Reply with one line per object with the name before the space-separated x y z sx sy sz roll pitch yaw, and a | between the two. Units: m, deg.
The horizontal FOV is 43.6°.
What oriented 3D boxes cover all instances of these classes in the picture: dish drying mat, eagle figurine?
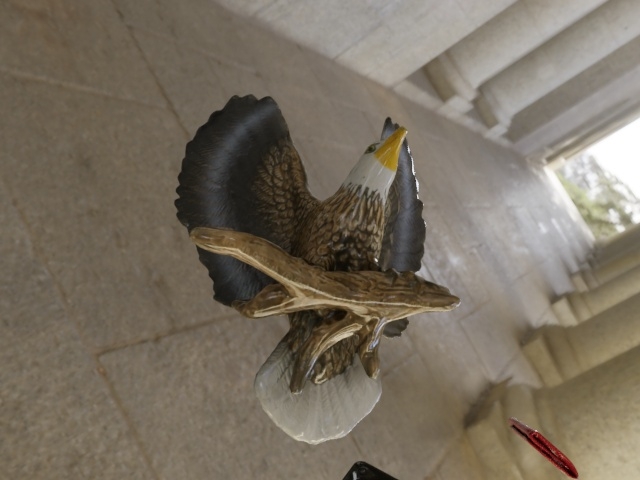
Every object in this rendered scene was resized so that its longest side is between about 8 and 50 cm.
dish drying mat | 0.119 0.111 0.432 0.032 0.008 0.083 40 -2 9
eagle figurine | 0.008 -0.008 0.677 0.226 0.225 0.298 59 2 -23

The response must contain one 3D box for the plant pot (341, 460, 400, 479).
plant pot | 0.059 0.371 0.921 0.188 0.167 0.187 22 41 24
